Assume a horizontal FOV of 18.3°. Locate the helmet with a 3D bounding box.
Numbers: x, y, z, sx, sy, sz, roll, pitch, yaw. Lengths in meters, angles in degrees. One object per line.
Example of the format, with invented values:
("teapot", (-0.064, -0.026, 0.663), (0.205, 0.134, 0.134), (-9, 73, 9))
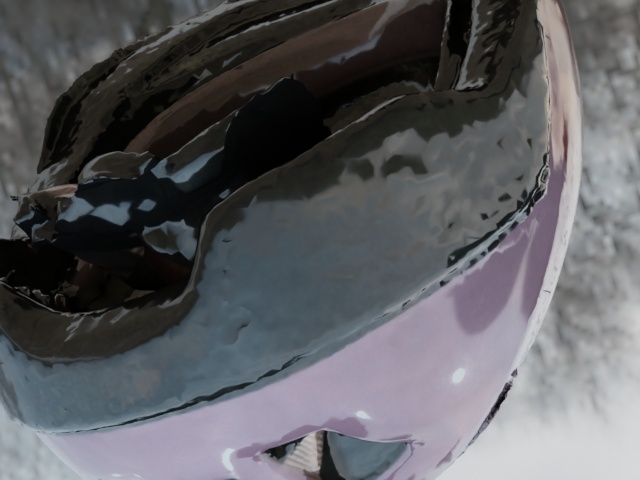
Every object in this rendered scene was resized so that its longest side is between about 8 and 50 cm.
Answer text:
("helmet", (0.000, 0.000, 0.646), (0.198, 0.154, 0.253), (-17, -168, 29))
